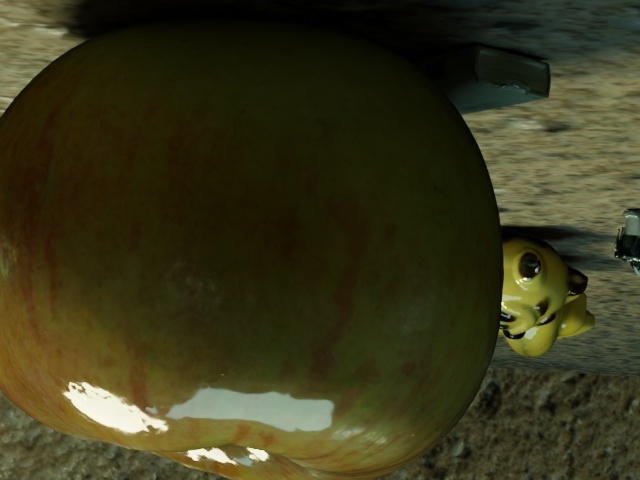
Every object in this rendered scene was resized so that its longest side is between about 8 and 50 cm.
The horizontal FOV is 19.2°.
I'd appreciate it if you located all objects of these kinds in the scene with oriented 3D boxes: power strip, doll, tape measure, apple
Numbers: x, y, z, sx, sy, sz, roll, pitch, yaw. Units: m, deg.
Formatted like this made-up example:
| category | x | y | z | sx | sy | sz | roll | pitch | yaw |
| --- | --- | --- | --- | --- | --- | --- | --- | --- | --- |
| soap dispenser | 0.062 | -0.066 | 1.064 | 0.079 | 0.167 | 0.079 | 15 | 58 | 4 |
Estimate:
| category | x | y | z | sx | sy | sz | roll | pitch | yaw |
| --- | --- | --- | --- | --- | --- | --- | --- | --- | --- |
| power strip | 0.049 | -0.072 | 0.908 | 0.051 | 0.019 | 0.136 | 7 | 172 | -36 |
| doll | 0.168 | 0.046 | 1.559 | 0.117 | 0.086 | 0.291 | 5 | 172 | 14 |
| tape measure | 0.260 | 0.007 | 1.339 | 0.094 | 0.054 | 0.091 | 16 | 167 | -38 |
| apple | -0.039 | 0.006 | 0.836 | 0.261 | 0.194 | 0.261 | 8 | 167 | 2 |
